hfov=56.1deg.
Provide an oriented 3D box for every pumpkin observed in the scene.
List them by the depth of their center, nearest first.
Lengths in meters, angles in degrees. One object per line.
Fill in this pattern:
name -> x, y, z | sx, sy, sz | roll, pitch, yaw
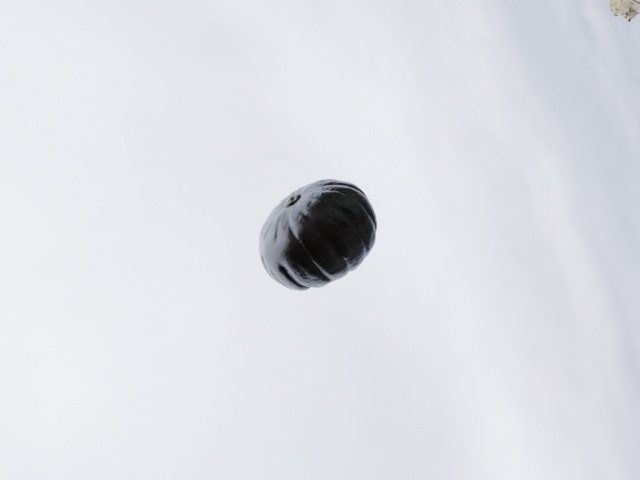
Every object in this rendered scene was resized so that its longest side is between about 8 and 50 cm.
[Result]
pumpkin -> -0.008, -0.010, 0.893 | 0.194, 0.194, 0.150 | -23, -90, -53

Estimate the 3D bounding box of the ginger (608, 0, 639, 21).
ginger -> 0.289, -0.262, 0.413 | 0.375, 0.236, 0.166 | -21, -96, -54
